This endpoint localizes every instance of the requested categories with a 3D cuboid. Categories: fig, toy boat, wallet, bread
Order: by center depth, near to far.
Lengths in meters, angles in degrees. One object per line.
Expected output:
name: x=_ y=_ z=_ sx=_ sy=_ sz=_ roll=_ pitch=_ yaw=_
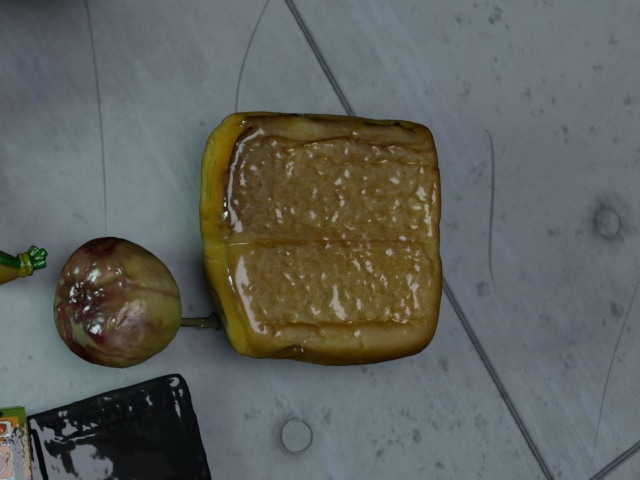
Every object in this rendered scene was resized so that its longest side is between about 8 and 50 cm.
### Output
toy boat: x=-0.430 y=-0.024 z=1.893 sx=0.229 sy=0.089 sz=0.088 roll=42 pitch=81 yaw=-10
fig: x=-0.208 y=0.083 z=1.949 sx=0.231 sy=0.143 sz=0.160 roll=7 pitch=61 yaw=-23
wallet: x=-0.242 y=0.345 z=1.950 sx=0.247 sy=0.041 sz=0.323 roll=-13 pitch=91 yaw=-26
bread: x=-0.004 y=0.001 z=2.064 sx=0.337 sy=0.148 sz=0.328 roll=-2 pitch=87 yaw=-27

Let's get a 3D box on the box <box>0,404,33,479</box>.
box: x=-0.437 y=0.285 z=1.808 sx=0.195 sy=0.148 sz=0.177 roll=-3 pitch=84 yaw=-25
